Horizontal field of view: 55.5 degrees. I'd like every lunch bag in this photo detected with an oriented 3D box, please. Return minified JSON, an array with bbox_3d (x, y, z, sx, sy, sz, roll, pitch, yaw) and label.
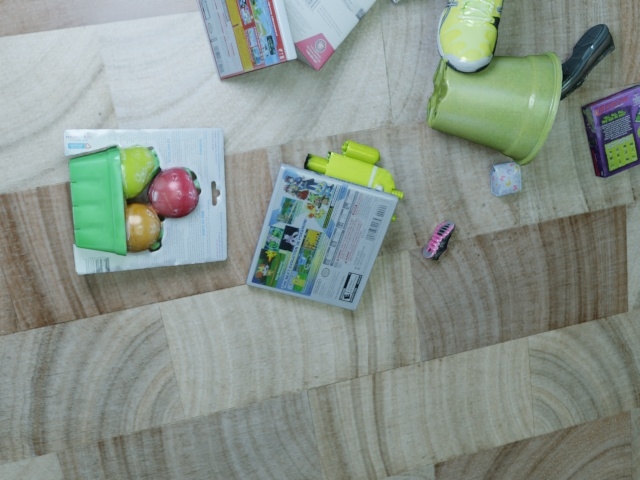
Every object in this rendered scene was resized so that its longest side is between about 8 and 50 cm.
[{"bbox_3d":[0.495,-0.168,1.625,0.071,0.053,0.083,-14,115,-7],"label":"lunch bag"}]

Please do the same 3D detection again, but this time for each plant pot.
[{"bbox_3d":[0.401,-0.339,1.474,0.253,0.276,0.276,10,101,-3],"label":"plant pot"}]

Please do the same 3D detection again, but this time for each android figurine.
[{"bbox_3d":[0.078,-0.121,1.543,0.272,0.056,0.249,18,98,-14],"label":"android figurine"}]

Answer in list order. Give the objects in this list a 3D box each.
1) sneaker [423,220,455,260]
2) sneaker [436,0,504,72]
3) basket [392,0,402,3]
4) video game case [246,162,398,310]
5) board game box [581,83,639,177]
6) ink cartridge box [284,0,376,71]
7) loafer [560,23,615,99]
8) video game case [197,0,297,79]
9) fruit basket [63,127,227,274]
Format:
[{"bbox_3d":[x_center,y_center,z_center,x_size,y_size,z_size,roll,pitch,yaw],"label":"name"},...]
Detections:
[{"bbox_3d":[0.327,0.003,1.636,0.057,0.047,0.119,32,96,-36],"label":"sneaker"},{"bbox_3d":[0.351,-0.560,1.382,0.145,0.147,0.385,9,71,9],"label":"sneaker"},{"bbox_3d":[0.229,-0.652,1.423,0.167,0.103,0.113,-32,102,-4],"label":"basket"},{"bbox_3d":[0.000,0.000,1.516,0.299,0.036,0.329,15,113,-11],"label":"video game case"},{"bbox_3d":[0.903,-0.330,1.681,0.346,0.056,0.208,-21,110,-7],"label":"board game box"},{"bbox_3d":[0.003,-0.560,1.351,0.283,0.117,0.207,-50,140,1],"label":"ink cartridge box"},{"bbox_3d":[0.672,-0.436,1.584,0.084,0.096,0.268,39,90,-23],"label":"loafer"},{"bbox_3d":[-0.166,-0.466,1.301,0.025,0.285,0.204,-25,109,-35],"label":"video game case"},{"bbox_3d":[-0.397,-0.097,1.414,0.352,0.165,0.328,-7,105,-27],"label":"fruit basket"}]
